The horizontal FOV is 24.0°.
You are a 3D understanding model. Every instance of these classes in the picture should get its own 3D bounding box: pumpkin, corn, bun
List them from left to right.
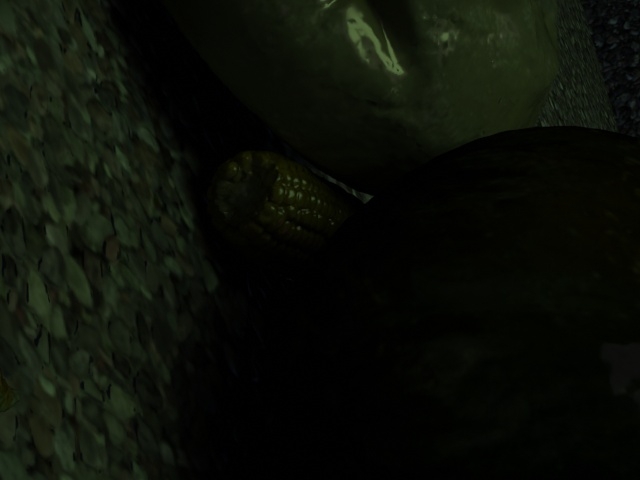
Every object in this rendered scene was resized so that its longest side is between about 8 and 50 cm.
[{"bbox_3d":[0.000,0.000,1.018,0.238,0.080,0.080,34,39,-61],"label":"corn"},{"bbox_3d":[0.031,-0.197,1.037,0.365,0.219,0.365,46,17,-18],"label":"bun"},{"bbox_3d":[0.162,0.148,0.889,0.454,0.344,0.454,37,46,-52],"label":"pumpkin"}]

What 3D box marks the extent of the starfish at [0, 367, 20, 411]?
[{"bbox_3d":[-0.205,-0.076,0.548,0.347,0.078,0.358,65,19,-5],"label":"starfish"}]
